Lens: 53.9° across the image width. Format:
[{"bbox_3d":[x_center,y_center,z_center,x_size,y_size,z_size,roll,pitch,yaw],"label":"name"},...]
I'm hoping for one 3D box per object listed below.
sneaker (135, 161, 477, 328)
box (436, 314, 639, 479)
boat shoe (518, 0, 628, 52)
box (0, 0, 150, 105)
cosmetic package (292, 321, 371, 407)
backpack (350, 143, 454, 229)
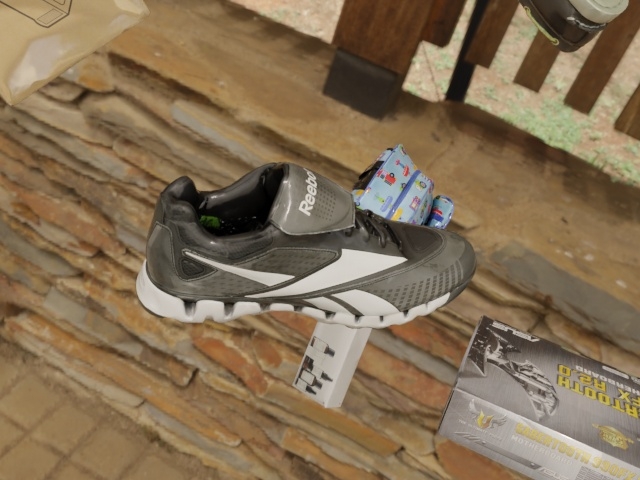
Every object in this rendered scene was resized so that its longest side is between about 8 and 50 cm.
[{"bbox_3d":[0.000,0.000,0.406,0.234,0.106,0.078,0,43,-12],"label":"sneaker"},{"bbox_3d":[0.244,0.170,0.611,0.231,0.056,0.183,22,21,16],"label":"box"},{"bbox_3d":[0.193,-0.282,0.596,0.081,0.069,0.228,-24,78,-24],"label":"boat shoe"},{"bbox_3d":[-0.270,-0.248,0.551,0.164,0.201,0.021,-42,34,-19],"label":"box"},{"bbox_3d":[0.034,0.210,1.282,0.099,0.239,0.060,24,5,35],"label":"cosmetic package"},{"bbox_3d":[0.081,-0.021,0.742,0.117,0.173,0.158,33,68,9],"label":"backpack"}]
